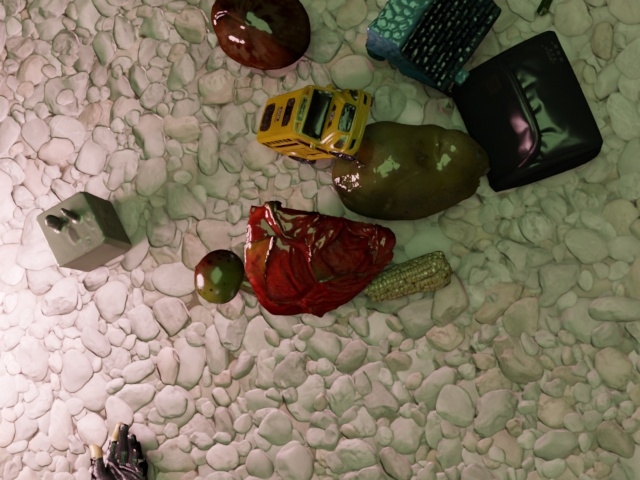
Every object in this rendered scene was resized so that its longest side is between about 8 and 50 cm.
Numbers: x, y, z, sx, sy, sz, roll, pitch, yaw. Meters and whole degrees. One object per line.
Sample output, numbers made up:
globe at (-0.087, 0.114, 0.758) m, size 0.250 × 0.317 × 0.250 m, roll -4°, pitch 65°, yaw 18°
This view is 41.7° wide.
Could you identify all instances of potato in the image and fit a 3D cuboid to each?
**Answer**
potato at (0.199, -0.154, 1.862) m, size 0.350 × 0.202 × 0.218 m, roll 0°, pitch 86°, yaw 6°

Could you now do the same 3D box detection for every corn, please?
corn at (0.194, 0.091, 1.899) m, size 0.210 × 0.087 × 0.087 m, roll -20°, pitch 81°, yaw 9°

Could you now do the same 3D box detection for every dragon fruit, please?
dragon fruit at (0.000, 0.000, 1.868) m, size 0.329 × 0.302 × 0.240 m, roll -10°, pitch 50°, yaw 12°

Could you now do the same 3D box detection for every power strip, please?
power strip at (-0.556, -0.021, 1.944) m, size 0.139 × 0.224 × 0.140 m, roll -28°, pitch 81°, yaw 4°

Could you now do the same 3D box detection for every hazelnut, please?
hazelnut at (-0.136, -0.507, 1.950) m, size 0.233 × 0.218 × 0.218 m, roll 15°, pitch 86°, yaw 12°

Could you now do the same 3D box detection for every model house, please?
model house at (0.268, -0.479, 1.882) m, size 0.241 × 0.226 × 0.261 m, roll 36°, pitch 89°, yaw 8°

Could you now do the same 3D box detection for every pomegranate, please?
pomegranate at (-0.212, 0.080, 1.935) m, size 0.159 × 0.129 × 0.130 m, roll -8°, pitch 82°, yaw 0°

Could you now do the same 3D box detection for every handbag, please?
handbag at (0.441, -0.281, 1.853) m, size 0.274 × 0.178 × 0.302 m, roll -21°, pitch 81°, yaw 5°

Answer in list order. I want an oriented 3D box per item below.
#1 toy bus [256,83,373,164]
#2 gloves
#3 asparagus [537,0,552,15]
toy bus at (-0.018, -0.256, 1.841) m, size 0.151 × 0.331 × 0.145 m, roll 18°, pitch 85°, yaw -24°
gloves at (-0.461, 0.514, 1.947) m, size 0.129 × 0.106 × 0.181 m, roll -8°, pitch 54°, yaw 6°
asparagus at (0.534, -0.569, 1.952) m, size 0.025 × 0.021 × 0.108 m, roll 27°, pitch 87°, yaw 6°
